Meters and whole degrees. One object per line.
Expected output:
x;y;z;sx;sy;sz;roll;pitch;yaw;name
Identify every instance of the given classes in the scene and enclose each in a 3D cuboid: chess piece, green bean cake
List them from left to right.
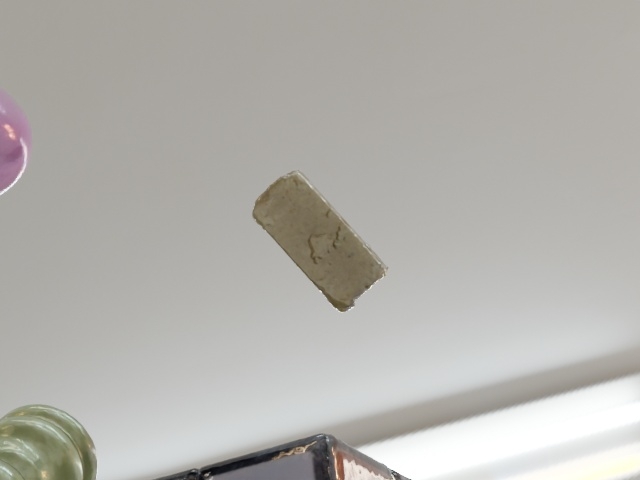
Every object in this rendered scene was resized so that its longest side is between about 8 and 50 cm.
-0.360;0.282;1.099;0.144;0.251;0.145;2;-82;11;chess piece
0.000;0.000;1.260;0.085;0.109;0.179;-42;-94;4;green bean cake

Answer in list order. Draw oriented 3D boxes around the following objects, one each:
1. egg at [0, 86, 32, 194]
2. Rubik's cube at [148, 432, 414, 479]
-0.439;-0.112;1.043;0.271;0.196;0.196;-14;-67;-31;egg
-0.042;0.411;1.033;0.316;0.313;0.318;-20;-33;21;Rubik's cube
